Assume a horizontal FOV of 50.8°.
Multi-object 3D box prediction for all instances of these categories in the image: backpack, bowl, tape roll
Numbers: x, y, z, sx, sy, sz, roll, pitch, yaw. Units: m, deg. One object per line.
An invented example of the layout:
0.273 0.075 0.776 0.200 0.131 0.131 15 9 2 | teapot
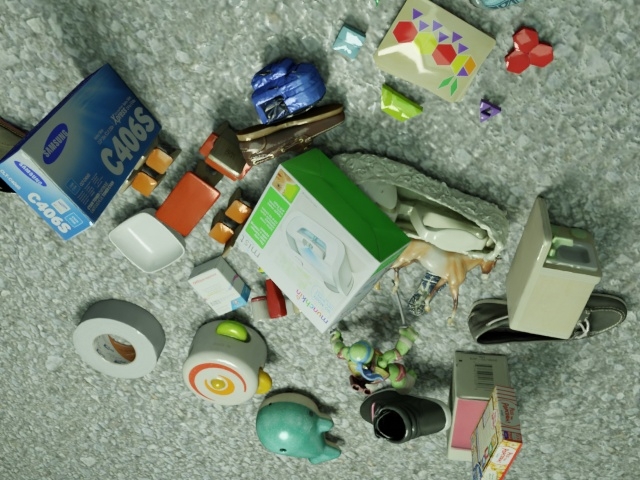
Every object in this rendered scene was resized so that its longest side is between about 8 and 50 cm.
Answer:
-0.057 -0.274 1.216 0.120 0.098 0.101 -15 119 22 | backpack
-0.380 -0.006 1.510 0.142 0.053 0.142 -27 117 27 | bowl
-0.513 0.254 1.723 0.220 0.072 0.219 6 128 7 | tape roll

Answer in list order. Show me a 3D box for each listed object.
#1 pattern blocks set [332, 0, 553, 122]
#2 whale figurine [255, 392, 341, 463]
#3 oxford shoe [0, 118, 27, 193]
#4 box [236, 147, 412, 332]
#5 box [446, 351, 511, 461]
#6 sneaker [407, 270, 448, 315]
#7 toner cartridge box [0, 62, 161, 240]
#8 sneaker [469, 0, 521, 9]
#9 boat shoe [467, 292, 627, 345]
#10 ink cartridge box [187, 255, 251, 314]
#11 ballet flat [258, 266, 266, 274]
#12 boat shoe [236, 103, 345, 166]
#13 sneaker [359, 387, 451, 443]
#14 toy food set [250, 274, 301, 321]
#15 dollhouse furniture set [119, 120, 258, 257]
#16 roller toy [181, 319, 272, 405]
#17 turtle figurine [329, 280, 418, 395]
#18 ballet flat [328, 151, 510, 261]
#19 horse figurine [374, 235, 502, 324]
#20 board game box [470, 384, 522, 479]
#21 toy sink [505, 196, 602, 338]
0.200 -0.329 1.169 0.325 0.026 0.285 33 125 -15 | pattern blocks set
-0.058 0.530 1.804 0.216 0.141 0.272 -24 120 25 | whale figurine
-0.675 -0.173 1.389 0.349 0.130 0.122 12 128 1 | oxford shoe
0.000 0.000 1.297 0.262 0.127 0.231 46 131 12 | box
0.375 0.401 1.617 0.127 0.148 0.232 3 128 7 | box
0.241 0.102 1.482 0.052 0.058 0.135 42 105 9 | sneaker
-0.414 -0.170 1.204 0.075 0.347 0.165 -26 119 25 | toner cartridge box
0.342 -0.420 0.999 0.262 0.125 0.104 -22 115 18 | sneaker
0.491 0.185 1.463 0.336 0.095 0.112 -3 126 13 | boat shoe
-0.234 0.105 1.568 0.089 0.052 0.122 -23 121 25 | ink cartridge box
-0.036 0.010 1.455 0.231 0.077 0.077 -15 102 18 | ballet flat
-0.050 -0.197 1.262 0.207 0.073 0.073 -17 112 0 | boat shoe
0.158 0.420 1.628 0.147 0.104 0.296 0 173 -37 | sneaker
-0.079 0.117 1.518 0.232 0.111 0.104 -17 82 46 | toy food set
-0.241 -0.106 1.355 0.262 0.135 0.259 34 126 -15 | dollhouse furniture set
-0.235 0.308 1.664 0.191 0.146 0.209 -20 121 25 | roller toy
0.131 0.240 1.572 0.198 0.274 0.266 -26 142 2 | turtle figurine
0.180 -0.061 1.313 0.409 0.147 0.146 17 128 -1 | ballet flat
0.223 0.056 1.417 0.264 0.066 0.174 26 104 5 | horse figurine
0.374 0.431 1.454 0.045 0.146 0.193 11 128 0 | board game box
0.465 0.054 1.334 0.131 0.152 0.234 10 127 3 | toy sink
